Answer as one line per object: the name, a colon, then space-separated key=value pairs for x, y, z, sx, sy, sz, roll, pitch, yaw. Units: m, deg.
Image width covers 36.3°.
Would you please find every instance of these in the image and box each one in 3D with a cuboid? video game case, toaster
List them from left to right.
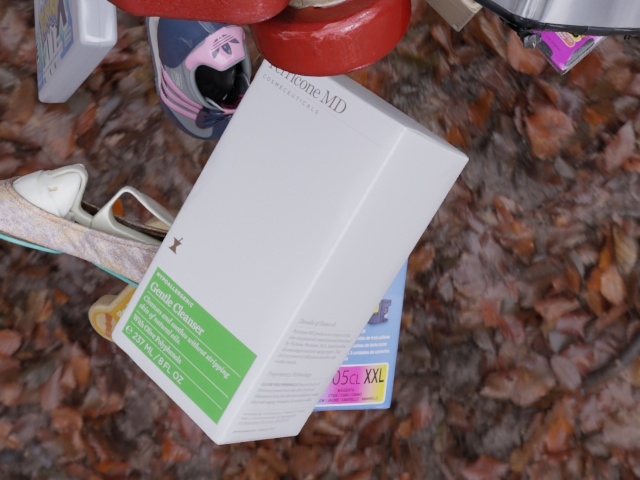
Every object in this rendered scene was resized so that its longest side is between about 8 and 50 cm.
video game case: x=-0.251 y=-0.309 z=0.962 sx=0.036 sy=0.329 sz=0.300 roll=-2 pitch=90 yaw=-22
toaster: x=0.192 y=-0.241 z=0.810 sx=0.168 sy=0.186 sz=0.110 roll=-6 pitch=126 yaw=-33

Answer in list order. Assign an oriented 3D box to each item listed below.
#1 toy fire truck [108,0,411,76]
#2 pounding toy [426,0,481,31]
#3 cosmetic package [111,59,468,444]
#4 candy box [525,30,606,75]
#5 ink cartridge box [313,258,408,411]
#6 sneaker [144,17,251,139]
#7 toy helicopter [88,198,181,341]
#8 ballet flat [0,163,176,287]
toy fire truck: x=-0.058 y=-0.239 z=0.599 sx=0.253 sy=0.302 sz=0.169 roll=9 pitch=143 yaw=22
pounding toy: x=0.210 y=-0.374 z=1.360 sx=0.130 sy=0.100 sz=0.141 roll=44 pitch=76 yaw=-2
cosmetic package: x=-0.036 y=0.008 z=1.027 sx=0.197 sy=0.155 sz=0.366 roll=36 pitch=104 yaw=31
candy box: x=0.289 y=-0.309 z=1.011 sx=0.233 sy=0.071 sz=0.159 roll=-41 pitch=85 yaw=14
ink cartridge box: x=0.000 y=0.000 z=1.329 sx=0.151 sy=0.270 sz=0.396 roll=-1 pitch=104 yaw=-23
sneaker: x=-0.135 y=-0.185 z=1.215 sx=0.112 sy=0.319 sz=0.131 roll=-35 pitch=72 yaw=-9
toy helicopter: x=-0.275 y=0.060 z=1.518 sx=0.235 sy=0.140 sz=0.355 roll=44 pitch=134 yaw=-11
ballet flat: x=-0.269 y=-0.027 z=1.150 sx=0.315 sy=0.107 sz=0.106 roll=22 pitch=108 yaw=-11
